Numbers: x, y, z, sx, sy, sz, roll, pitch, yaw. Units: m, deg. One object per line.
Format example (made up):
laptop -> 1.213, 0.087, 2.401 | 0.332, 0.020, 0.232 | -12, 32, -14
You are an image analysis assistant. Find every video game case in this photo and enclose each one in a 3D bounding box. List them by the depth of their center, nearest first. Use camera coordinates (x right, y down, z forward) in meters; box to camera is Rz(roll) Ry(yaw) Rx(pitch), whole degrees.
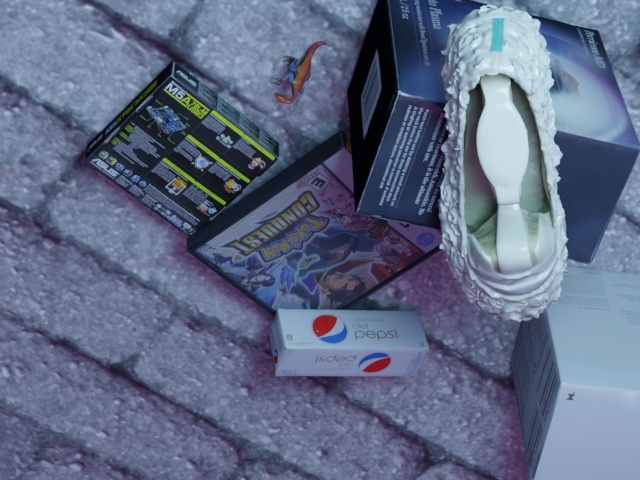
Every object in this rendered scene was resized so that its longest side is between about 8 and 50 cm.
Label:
video game case -> 0.000, 0.000, 2.023 | 0.275, 0.035, 0.248 | -34, 129, 21

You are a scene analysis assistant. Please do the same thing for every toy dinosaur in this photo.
toy dinosaur -> -0.033, -0.208, 1.867 | 0.047, 0.082, 0.090 | 25, 121, -17

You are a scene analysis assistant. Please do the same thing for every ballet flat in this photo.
ballet flat -> 0.193, -0.052, 1.588 | 0.147, 0.147, 0.409 | -8, 123, 5

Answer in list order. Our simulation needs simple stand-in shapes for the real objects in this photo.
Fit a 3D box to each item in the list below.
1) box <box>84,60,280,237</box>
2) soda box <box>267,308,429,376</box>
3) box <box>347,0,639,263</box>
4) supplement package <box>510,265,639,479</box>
box -> -0.183, -0.117, 1.956 | 0.190, 0.045, 0.184 | 36, 116, -24
soda box -> 0.038, 0.146, 2.096 | 0.216, 0.074, 0.069 | 2, 138, -19
box -> 0.199, -0.151, 1.781 | 0.294, 0.296, 0.183 | 12, 124, -10
supplement package -> 0.391, 0.195, 2.051 | 0.199, 0.263, 0.198 | 6, 125, -4
